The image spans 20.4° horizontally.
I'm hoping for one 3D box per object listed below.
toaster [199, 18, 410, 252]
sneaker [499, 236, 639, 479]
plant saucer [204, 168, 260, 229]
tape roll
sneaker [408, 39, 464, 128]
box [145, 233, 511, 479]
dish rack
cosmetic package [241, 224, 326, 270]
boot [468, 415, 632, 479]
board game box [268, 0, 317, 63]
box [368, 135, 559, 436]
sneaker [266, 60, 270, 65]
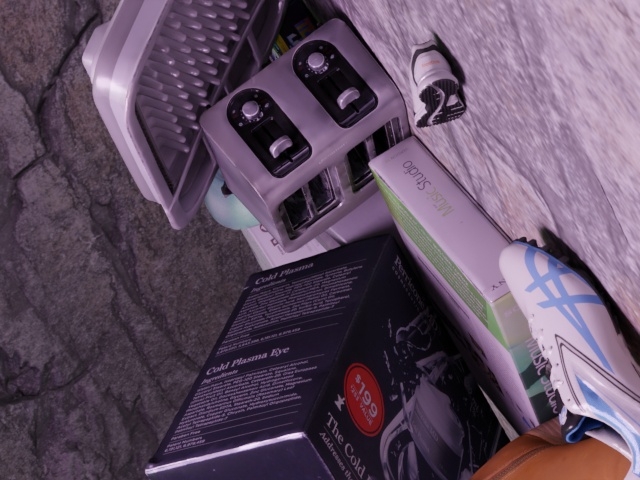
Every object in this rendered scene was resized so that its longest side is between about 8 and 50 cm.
[{"bbox_3d":[-0.012,-0.092,1.667,0.110,0.168,0.186,51,172,21],"label":"toaster"},{"bbox_3d":[0.196,0.093,1.334,0.237,0.086,0.085,56,176,30],"label":"sneaker"},{"bbox_3d":[-0.082,-0.110,2.090,0.037,0.195,0.195,27,-163,-42],"label":"plant saucer"},{"bbox_3d":[0.052,-0.006,1.872,0.219,0.072,0.219,45,176,4],"label":"tape roll"},{"bbox_3d":[0.088,-0.120,1.375,0.109,0.040,0.044,87,167,-72],"label":"sneaker"},{"bbox_3d":[0.034,0.229,1.712,0.343,0.179,0.312,59,-150,-24],"label":"box"},{"bbox_3d":[-0.120,-0.186,1.597,0.072,0.286,0.333,21,164,11],"label":"dish rack"},{"bbox_3d":[0.000,0.000,2.170,0.151,0.151,0.184,56,174,30],"label":"cosmetic package"},{"bbox_3d":[0.185,0.230,1.468,0.109,0.220,0.283,59,174,-16],"label":"boot"},{"bbox_3d":[-0.020,-0.188,1.845,0.170,0.048,0.141,57,177,1],"label":"board game box"},{"bbox_3d":[0.165,0.078,1.675,0.232,0.058,0.322,52,173,45],"label":"box"},{"bbox_3d":[-0.096,-0.188,1.987,0.121,0.111,0.300,51,-164,-10],"label":"sneaker"}]
